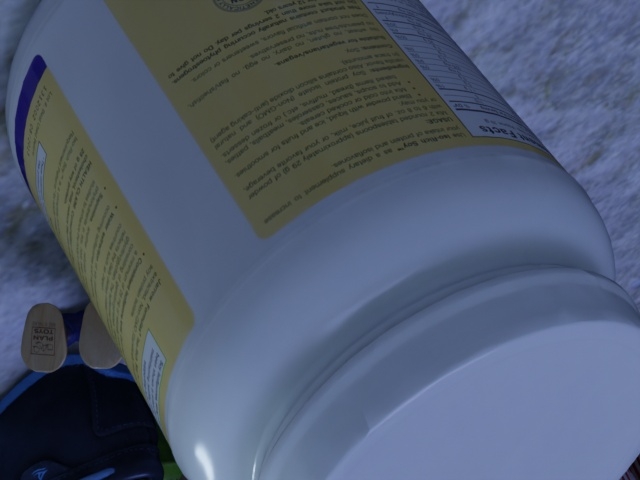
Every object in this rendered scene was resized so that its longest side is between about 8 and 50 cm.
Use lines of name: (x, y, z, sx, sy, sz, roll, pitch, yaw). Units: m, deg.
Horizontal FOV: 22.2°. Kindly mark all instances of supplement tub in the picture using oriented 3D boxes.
supplement tub: (0.000, 0.000, 0.840, 0.241, 0.331, 0.241, -21, 142, -17)

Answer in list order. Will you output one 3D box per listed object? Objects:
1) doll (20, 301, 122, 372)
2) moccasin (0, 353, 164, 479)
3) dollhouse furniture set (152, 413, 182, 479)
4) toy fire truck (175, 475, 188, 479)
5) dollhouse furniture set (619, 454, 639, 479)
doll: (-0.116, 0.055, 1.015, 0.129, 0.046, 0.189, -4, 177, 19)
moccasin: (-0.230, 0.225, 1.095, 0.137, 0.117, 0.342, 11, 125, -44)
dollhouse furniture set: (-0.149, 0.191, 1.170, 0.076, 0.058, 0.152, 6, 128, -41)
toy fire truck: (0.040, 0.183, 1.150, 0.217, 0.246, 0.158, -15, 140, -24)
dollhouse furniture set: (0.149, 0.284, 1.404, 0.152, 0.201, 0.374, 14, 129, -46)
